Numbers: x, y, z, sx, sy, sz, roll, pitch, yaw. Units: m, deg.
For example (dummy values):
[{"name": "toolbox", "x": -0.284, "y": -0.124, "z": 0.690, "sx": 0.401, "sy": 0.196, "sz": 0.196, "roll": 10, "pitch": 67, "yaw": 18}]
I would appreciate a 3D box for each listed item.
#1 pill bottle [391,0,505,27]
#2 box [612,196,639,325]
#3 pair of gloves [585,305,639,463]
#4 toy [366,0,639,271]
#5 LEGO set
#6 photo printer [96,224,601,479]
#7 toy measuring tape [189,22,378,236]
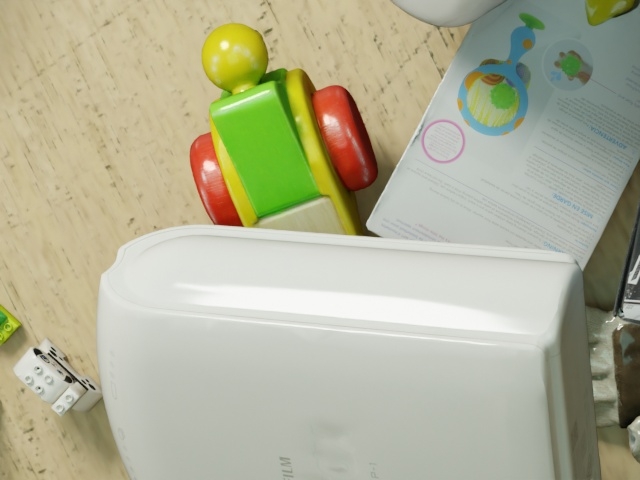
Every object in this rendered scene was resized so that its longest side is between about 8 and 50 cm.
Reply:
[{"name": "pill bottle", "x": 0.139, "y": -0.248, "z": 1.031, "sx": 0.264, "sy": 0.146, "sz": 0.146, "roll": -35, "pitch": 92, "yaw": -20}, {"name": "box", "x": 0.248, "y": -0.126, "z": 0.979, "sx": 0.076, "sy": 0.242, "sz": 0.308, "roll": 14, "pitch": 112, "yaw": 14}, {"name": "pair of gloves", "x": 0.253, "y": 0.152, "z": 1.145, "sx": 0.204, "sy": 0.042, "sz": 0.240, "roll": 0, "pitch": 97, "yaw": 6}, {"name": "toy", "x": 0.140, "y": -0.081, "z": 1.117, "sx": 0.137, "sy": 0.056, "sz": 0.237, "roll": 28, "pitch": 89, "yaw": -6}, {"name": "LEGO set", "x": -0.261, "y": 0.061, "z": 1.161, "sx": 0.227, "sy": 0.093, "sz": 0.087, "roll": 43, "pitch": 99, "yaw": 0}, {"name": "photo printer", "x": 0.013, "y": 0.113, "z": 1.067, "sx": 0.307, "sy": 0.107, "sz": 0.256, "roll": 5, "pitch": 128, "yaw": 21}, {"name": "toy measuring tape", "x": 0.000, "y": 0.000, "z": 1.142, "sx": 0.121, "sy": 0.121, "sz": 0.330, "roll": -20, "pitch": 116, "yaw": 8}]
